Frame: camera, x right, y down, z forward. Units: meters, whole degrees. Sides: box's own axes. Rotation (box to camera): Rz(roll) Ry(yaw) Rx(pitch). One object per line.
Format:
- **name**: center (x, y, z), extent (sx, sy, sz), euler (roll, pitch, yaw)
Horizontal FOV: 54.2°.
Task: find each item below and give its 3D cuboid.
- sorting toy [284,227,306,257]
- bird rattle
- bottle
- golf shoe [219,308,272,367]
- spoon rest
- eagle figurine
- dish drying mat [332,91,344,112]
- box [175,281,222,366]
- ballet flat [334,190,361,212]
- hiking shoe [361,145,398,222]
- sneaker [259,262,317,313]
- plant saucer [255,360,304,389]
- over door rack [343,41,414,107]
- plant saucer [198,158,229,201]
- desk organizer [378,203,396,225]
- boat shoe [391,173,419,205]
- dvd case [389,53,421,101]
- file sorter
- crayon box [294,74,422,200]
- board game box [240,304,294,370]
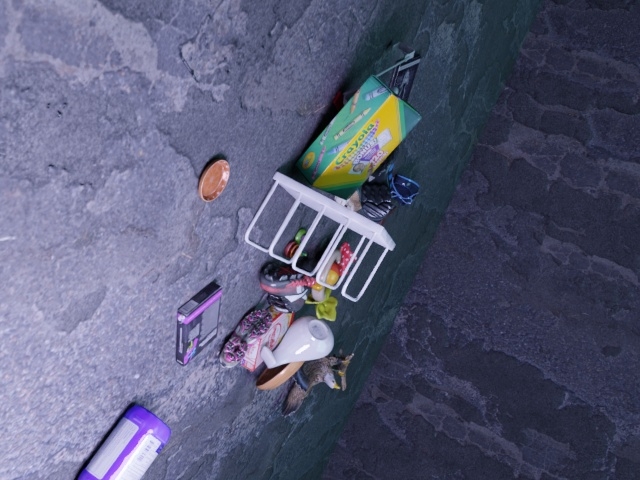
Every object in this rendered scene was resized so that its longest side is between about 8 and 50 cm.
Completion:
- **sorting toy**: center (-0.055, 0.016, 1.675), extent (0.102, 0.042, 0.061), euler (-51, 158, -35)
- **bird rattle**: center (0.030, 0.105, 1.857), extent (0.253, 0.143, 0.207), euler (-57, 165, -19)
- **bottle**: center (-0.412, 0.466, 1.224), extent (0.283, 0.092, 0.118), euler (-55, 160, -24)
- **golf shoe**: center (-0.195, 0.247, 1.592), extent (0.186, 0.067, 0.086), euler (-46, 179, -38)
- **spoon rest**: center (-0.068, 0.294, 1.776), extent (0.276, 0.137, 0.084), euler (-17, 155, -48)
- **eagle figurine**: center (-0.020, 0.481, 2.253), extent (0.298, 0.225, 0.226), euler (-12, 87, -31)
- **dish drying mat**: center (0.047, -0.336, 1.533), extent (0.032, 0.008, 0.083), euler (-61, 163, -3)
- **box**: center (-0.264, 0.182, 1.351), extent (0.116, 0.029, 0.162), euler (-42, 151, -47)
- **ballet flat**: center (0.078, -0.122, 1.819), extent (0.067, 0.073, 0.206), euler (-47, 156, -6)
- **hiking shoe**: center (0.159, -0.194, 1.822), extent (0.132, 0.113, 0.304), euler (95, 4, -75)
- **sneaker**: center (-0.092, 0.131, 1.639), extent (0.135, 0.097, 0.276), euler (-67, 163, 4)
- **plant saucer**: center (-0.108, 0.377, 1.868), extent (0.200, 0.037, 0.200), euler (-41, -174, 5)
- **over door rack**: center (0.155, -0.340, 1.645), extent (0.324, 0.108, 0.239), euler (-50, 161, -37)
- **plant saucer**: center (-0.198, -0.112, 1.154), extent (0.083, 0.013, 0.083), euler (-52, 158, -32)
- **desk organizer**: center (0.230, -0.095, 2.301), extent (0.130, 0.047, 0.050), euler (-36, 149, -55)
- **boat shoe**: center (0.320, -0.177, 2.345), extent (0.089, 0.109, 0.258), euler (-60, 160, 0)
- **dvd case**: center (0.236, -0.443, 1.889), extent (0.164, 0.018, 0.221), euler (-38, 149, -51)
- **file sorter**: center (0.000, 0.000, 1.431), extent (0.173, 0.277, 0.193), euler (-61, 162, -3)
- **crayon box**: center (0.090, -0.235, 1.475), extent (0.278, 0.081, 0.165), euler (-48, 150, 17)
- **board game box**: center (-0.143, 0.254, 1.752), extent (0.193, 0.045, 0.147), euler (-39, 150, -52)
